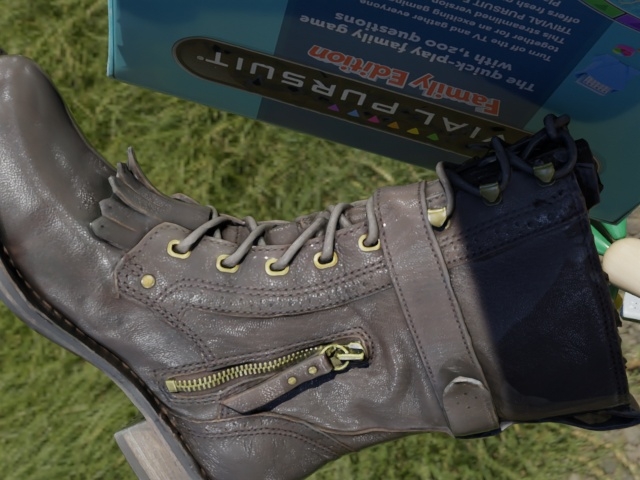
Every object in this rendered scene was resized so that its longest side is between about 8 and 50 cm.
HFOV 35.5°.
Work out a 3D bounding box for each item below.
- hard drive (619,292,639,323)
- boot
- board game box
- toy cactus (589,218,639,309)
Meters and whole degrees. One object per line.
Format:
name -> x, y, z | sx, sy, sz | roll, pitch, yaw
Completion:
hard drive -> 0.406, 0.054, 1.091 | 0.135, 0.022, 0.094 | 10, 71, 34
boot -> 0.000, 0.000, 0.418 | 0.229, 0.091, 0.263 | -22, 116, 13
board game box -> 0.060, -0.130, 0.330 | 0.336, 0.254, 0.079 | 119, 165, -68
toy cactus -> 0.278, 0.006, 0.963 | 0.180, 0.112, 0.218 | -132, 43, -52
